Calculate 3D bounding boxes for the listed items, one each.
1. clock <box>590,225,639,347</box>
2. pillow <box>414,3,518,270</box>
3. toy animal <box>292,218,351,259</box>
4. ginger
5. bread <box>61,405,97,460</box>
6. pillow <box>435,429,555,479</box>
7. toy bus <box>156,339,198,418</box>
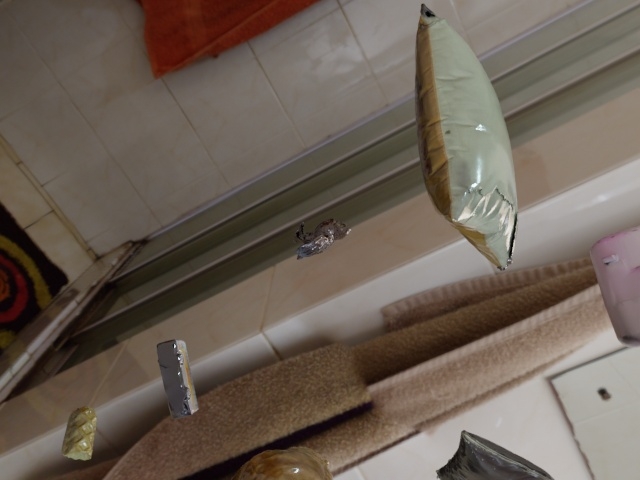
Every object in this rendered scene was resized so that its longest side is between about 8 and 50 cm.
[{"bbox_3d":[0.421,0.012,0.370,0.322,0.295,0.114,3,68,-26],"label":"clock"},{"bbox_3d":[0.221,-0.133,0.739,0.312,0.119,0.310,27,58,-57],"label":"pillow"},{"bbox_3d":[0.008,-0.002,1.549,0.218,0.179,0.116,-52,138,-66],"label":"toy animal"},{"bbox_3d":[-0.061,0.558,1.057,0.269,0.200,0.223,31,10,-47],"label":"ginger"},{"bbox_3d":[-0.495,0.396,1.016,0.060,0.066,0.110,22,34,-32],"label":"bread"},{"bbox_3d":[0.258,0.359,0.747,0.055,0.141,0.208,-54,158,-32],"label":"pillow"},{"bbox_3d":[-0.325,0.313,1.123,0.072,0.057,0.172,43,32,-79],"label":"toy bus"}]
